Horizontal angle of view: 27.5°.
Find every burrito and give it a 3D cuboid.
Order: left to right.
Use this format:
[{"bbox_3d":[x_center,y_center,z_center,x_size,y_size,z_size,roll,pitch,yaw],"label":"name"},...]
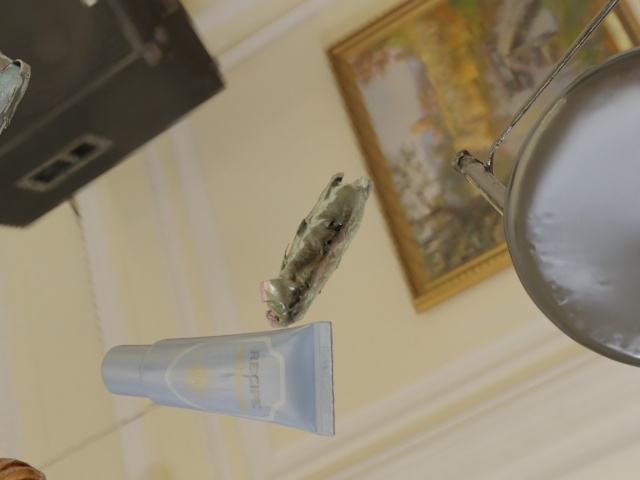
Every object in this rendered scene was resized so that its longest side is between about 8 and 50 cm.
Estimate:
[{"bbox_3d":[0.002,0.003,1.773,0.309,0.066,0.096,-57,-28,-45],"label":"burrito"}]

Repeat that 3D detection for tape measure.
[{"bbox_3d":[-0.341,-0.120,1.325,0.084,0.164,0.330,19,-168,-34],"label":"tape measure"}]

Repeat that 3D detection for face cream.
[{"bbox_3d":[-0.130,0.169,1.653,0.086,0.385,0.136,0,-92,-49],"label":"face cream"}]

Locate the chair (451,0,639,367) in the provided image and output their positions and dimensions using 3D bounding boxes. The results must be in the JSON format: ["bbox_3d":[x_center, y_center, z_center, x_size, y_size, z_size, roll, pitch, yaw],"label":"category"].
[{"bbox_3d":[0.356,-0.070,1.361,0.362,0.365,0.410,39,-161,2],"label":"chair"}]

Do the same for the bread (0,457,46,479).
[{"bbox_3d":[-0.285,0.223,0.989,0.105,0.233,0.076,48,-157,-24],"label":"bread"}]
